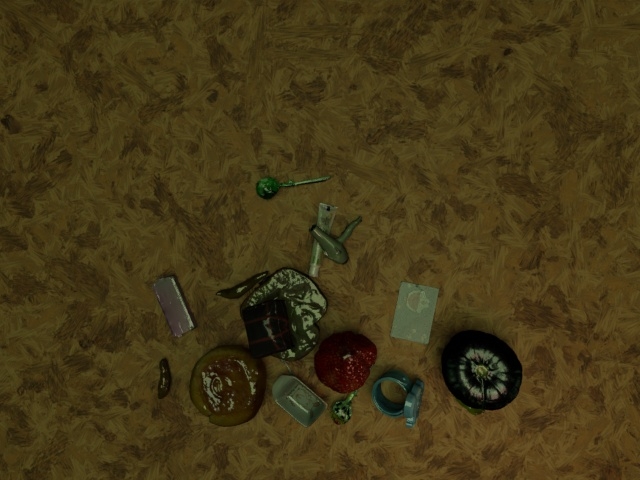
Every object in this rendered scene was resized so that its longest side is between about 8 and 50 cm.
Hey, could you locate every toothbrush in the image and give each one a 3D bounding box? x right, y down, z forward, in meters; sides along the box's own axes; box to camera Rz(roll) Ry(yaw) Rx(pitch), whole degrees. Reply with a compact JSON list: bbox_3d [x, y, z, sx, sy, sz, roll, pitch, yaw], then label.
[{"bbox_3d":[-0.126,0.579,1.922,0.011,0.014,0.167,-34,88,21],"label":"toothbrush"}]

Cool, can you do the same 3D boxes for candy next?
[{"bbox_3d":[0.149,0.645,1.883,0.091,0.083,0.305,40,82,-33],"label":"candy"},{"bbox_3d":[-0.117,-0.245,1.899,0.323,0.097,0.097,-10,89,-4],"label":"candy"}]

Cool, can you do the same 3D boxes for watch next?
[{"bbox_3d":[0.313,0.643,1.819,0.193,0.211,0.211,12,91,25],"label":"watch"}]

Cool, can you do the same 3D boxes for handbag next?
[{"bbox_3d":[-0.203,0.349,1.761,0.169,0.155,0.215,-17,81,21],"label":"handbag"}]

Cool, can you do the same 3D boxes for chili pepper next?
[{"bbox_3d":[0.600,0.664,1.852,0.201,0.050,0.052,47,130,1],"label":"chili pepper"}]

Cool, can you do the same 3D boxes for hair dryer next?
[{"bbox_3d":[0.056,-0.031,1.841,0.219,0.088,0.225,22,89,-32],"label":"hair dryer"}]

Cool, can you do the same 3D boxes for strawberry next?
[{"bbox_3d":[0.091,0.475,1.771,0.238,0.288,0.250,21,71,14],"label":"strawberry"}]

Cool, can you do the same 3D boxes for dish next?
[{"bbox_3d":[-0.093,0.665,1.887,0.234,0.064,0.154,40,104,2],"label":"dish"}]

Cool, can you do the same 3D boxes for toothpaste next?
[{"bbox_3d":[0.000,0.000,1.894,0.056,0.058,0.314,11,87,40],"label":"toothpaste"}]

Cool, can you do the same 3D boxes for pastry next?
[{"bbox_3d":[-0.385,0.612,1.874,0.356,0.164,0.356,0,91,10],"label":"pastry"}]

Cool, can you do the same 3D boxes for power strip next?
[{"bbox_3d":[-0.644,0.287,1.950,0.109,0.037,0.279,-24,88,4],"label":"power strip"}]

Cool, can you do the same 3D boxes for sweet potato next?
[{"bbox_3d":[-0.687,0.611,1.948,0.053,0.054,0.182,3,88,-4],"label":"sweet potato"},{"bbox_3d":[-0.333,0.203,1.913,0.249,0.069,0.059,-27,128,4],"label":"sweet potato"}]

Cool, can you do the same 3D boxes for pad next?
[{"bbox_3d":[0.402,0.308,1.885,0.170,0.006,0.245,12,90,4],"label":"pad"}]

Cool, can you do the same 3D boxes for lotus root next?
[{"bbox_3d":[-0.154,0.307,1.883,0.375,0.111,0.390,4,92,9],"label":"lotus root"}]

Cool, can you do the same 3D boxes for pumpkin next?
[{"bbox_3d":[0.636,0.512,1.758,0.315,0.238,0.315,-3,72,9],"label":"pumpkin"}]
